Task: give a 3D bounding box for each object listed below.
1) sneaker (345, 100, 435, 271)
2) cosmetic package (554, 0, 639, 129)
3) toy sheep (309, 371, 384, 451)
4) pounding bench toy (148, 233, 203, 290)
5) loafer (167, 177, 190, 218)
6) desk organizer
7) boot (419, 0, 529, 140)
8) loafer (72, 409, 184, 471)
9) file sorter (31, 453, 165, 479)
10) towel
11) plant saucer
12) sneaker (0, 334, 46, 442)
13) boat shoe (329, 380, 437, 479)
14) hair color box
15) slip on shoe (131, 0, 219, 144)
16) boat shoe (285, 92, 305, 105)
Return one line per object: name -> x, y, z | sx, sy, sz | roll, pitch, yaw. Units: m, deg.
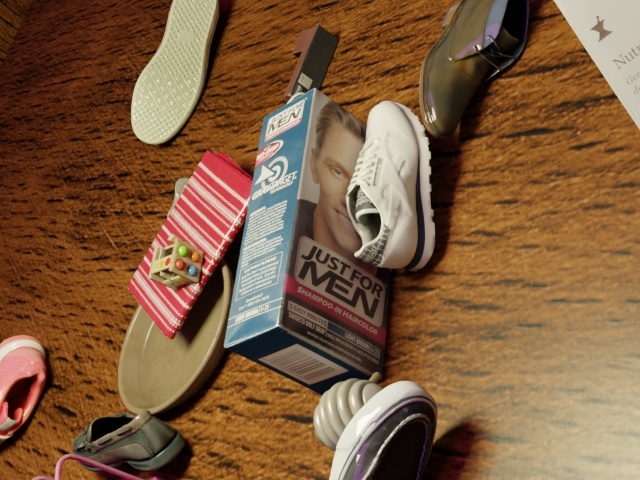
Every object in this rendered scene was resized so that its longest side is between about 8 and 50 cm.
sneaker -> 0.079, -0.076, 1.324 | 0.090, 0.095, 0.235 | 130, 140, -53
cosmetic package -> 0.313, -0.301, 1.002 | 0.217, 0.156, 0.385 | -39, 78, 30
toy sheep -> 0.042, 0.196, 1.217 | 0.132, 0.091, 0.091 | -40, 37, 34
pounding bench toy -> -0.211, 0.022, 1.602 | 0.065, 0.052, 0.083 | -20, 53, 43
loafer -> -0.238, -0.050, 1.836 | 0.039, 0.045, 0.125 | 107, 170, -50
desk organizer -> -0.023, -0.276, 1.713 | 0.050, 0.047, 0.130 | -2, 63, 55
boot -> 0.195, -0.232, 1.353 | 0.106, 0.082, 0.219 | -16, 51, 51
loafer -> -0.298, 0.283, 1.581 | 0.267, 0.084, 0.096 | -13, 27, 49
file sorter -> -0.369, 0.457, 1.472 | 0.290, 0.182, 0.202 | -41, 36, 26
towel -> -0.196, -0.001, 1.671 | 0.275, 0.031, 0.199 | -59, 34, 5
plant saucer -> -0.218, 0.143, 1.650 | 0.278, 0.041, 0.278 | -32, 42, 34
sneaker -> -0.607, 0.325, 1.961 | 0.314, 0.116, 0.136 | -57, 34, 3
boat shoe -> 0.051, 0.295, 1.106 | 0.301, 0.108, 0.102 | -61, 32, 2
hair color box -> 0.000, 0.000, 1.345 | 0.105, 0.174, 0.347 | -25, 46, 41
slip on shoe -> -0.274, -0.334, 2.060 | 0.101, 0.123, 0.331 | 119, 168, -76
boat shoe -> -0.044, -0.161, 1.642 | 0.040, 0.049, 0.142 | 171, 119, -81
